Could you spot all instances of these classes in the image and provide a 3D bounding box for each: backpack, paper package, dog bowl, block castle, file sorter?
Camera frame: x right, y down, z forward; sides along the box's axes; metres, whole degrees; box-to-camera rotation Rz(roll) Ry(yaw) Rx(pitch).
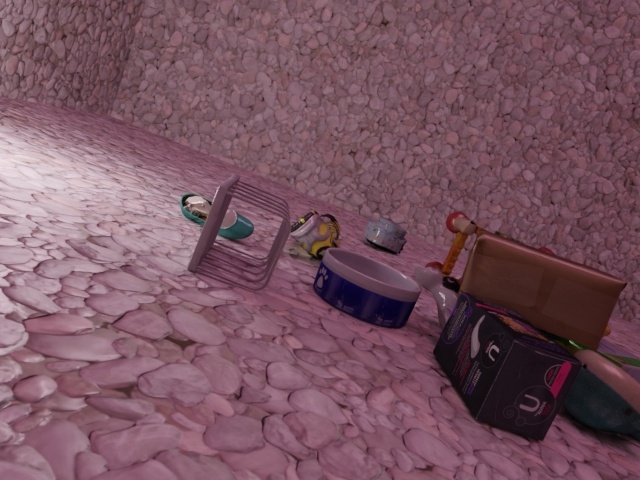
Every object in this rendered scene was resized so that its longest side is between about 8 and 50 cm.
[{"bbox_3d":[0.299,-0.029,2.341,0.188,0.144,0.166,11,20,-34],"label":"backpack"},{"bbox_3d":[0.524,0.102,1.240,0.325,0.168,0.309,20,9,14],"label":"paper package"},{"bbox_3d":[0.118,0.117,1.287,0.265,0.104,0.265,21,10,-4],"label":"dog bowl"},{"bbox_3d":[0.652,0.107,1.898,0.453,0.303,0.213,22,9,-6],"label":"block castle"},{"bbox_3d":[-0.175,-0.023,1.173,0.173,0.193,0.278,23,10,-9],"label":"file sorter"}]

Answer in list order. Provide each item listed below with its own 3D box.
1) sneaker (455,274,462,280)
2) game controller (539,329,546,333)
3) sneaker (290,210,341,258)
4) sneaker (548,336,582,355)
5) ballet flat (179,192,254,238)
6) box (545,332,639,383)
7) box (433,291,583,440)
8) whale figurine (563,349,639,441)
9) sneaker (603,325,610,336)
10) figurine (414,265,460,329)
[{"bbox_3d":[0.651,0.199,2.150,0.170,0.068,0.071,7,31,-26],"label":"sneaker"},{"bbox_3d":[0.609,0.174,1.416,0.319,0.067,0.166,-28,42,-26],"label":"game controller"},{"bbox_3d":[0.000,0.000,1.684,0.147,0.145,0.384,55,13,7],"label":"sneaker"},{"bbox_3d":[0.564,0.302,1.289,0.126,0.091,0.240,-8,-9,-9],"label":"sneaker"},{"bbox_3d":[-0.308,-0.074,1.434,0.247,0.083,0.087,21,-24,20],"label":"ballet flat"},{"bbox_3d":[0.751,0.343,1.379,0.231,0.127,0.262,14,11,-29],"label":"box"},{"bbox_3d":[0.352,0.233,0.987,0.143,0.165,0.270,20,11,-7],"label":"box"},{"bbox_3d":[0.626,0.363,1.082,0.272,0.141,0.216,44,2,-20],"label":"whale figurine"},{"bbox_3d":[0.753,0.232,1.378,0.094,0.081,0.208,27,11,26],"label":"sneaker"},{"bbox_3d":[0.336,0.157,1.292,0.215,0.092,0.209,26,27,-52],"label":"figurine"}]
